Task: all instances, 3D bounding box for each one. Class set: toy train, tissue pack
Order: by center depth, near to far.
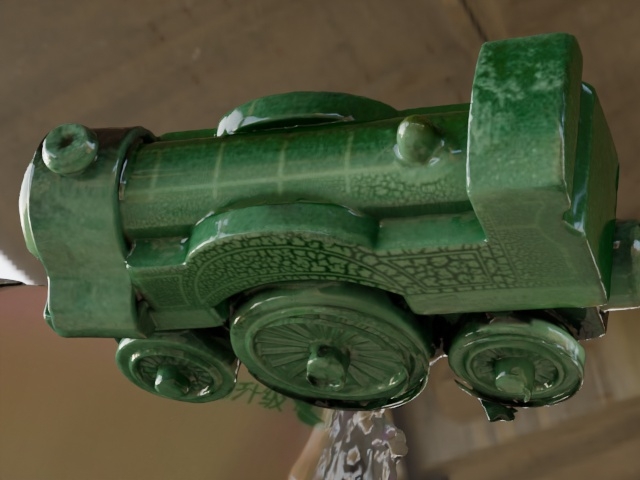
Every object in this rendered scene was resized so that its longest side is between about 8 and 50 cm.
[{"bbox_3d":[0.000,0.000,0.460,0.178,0.071,0.104,-4,-34,21],"label":"toy train"},{"bbox_3d":[-0.114,0.121,0.609,0.257,0.215,0.123,5,-37,23],"label":"tissue pack"}]
